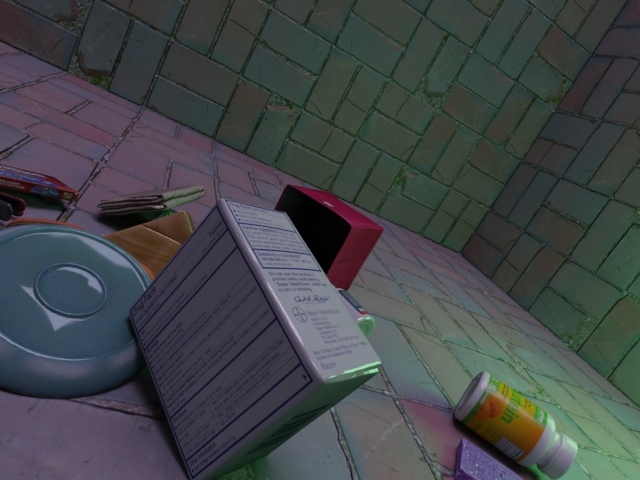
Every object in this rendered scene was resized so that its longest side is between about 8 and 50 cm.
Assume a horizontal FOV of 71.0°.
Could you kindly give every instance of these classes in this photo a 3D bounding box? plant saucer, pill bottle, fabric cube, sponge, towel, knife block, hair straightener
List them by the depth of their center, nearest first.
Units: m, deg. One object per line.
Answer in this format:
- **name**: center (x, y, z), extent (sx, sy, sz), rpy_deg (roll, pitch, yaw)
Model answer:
- **plant saucer**: center (-0.386, 0.084, 0.689), extent (0.318, 0.043, 0.317), rpy_deg (32, 30, -21)
- **hair straightener**: center (-0.705, -0.096, 0.860), extent (0.231, 0.047, 0.089), rpy_deg (26, 15, -10)
- **sponge**: center (0.370, 0.498, 0.901), extent (0.210, 0.031, 0.117), rpy_deg (32, 15, 12)
- **knife block**: center (-0.311, 0.069, 0.962), extent (0.276, 0.242, 0.088), rpy_deg (-19, 2, -9)
- **pill bottle**: center (0.456, 0.434, 1.053), extent (0.246, 0.136, 0.136), rpy_deg (34, 16, 16)
- **pill bottle**: center (0.047, 0.188, 1.172), extent (0.108, 0.108, 0.180), rpy_deg (13, 22, -45)
- **towel**: center (-0.438, -0.108, 1.196), extent (0.187, 0.049, 0.282), rpy_deg (-4, 12, 8)
- **fabric cube**: center (0.000, 0.000, 1.402), extent (0.254, 0.259, 0.258), rpy_deg (35, 16, 24)

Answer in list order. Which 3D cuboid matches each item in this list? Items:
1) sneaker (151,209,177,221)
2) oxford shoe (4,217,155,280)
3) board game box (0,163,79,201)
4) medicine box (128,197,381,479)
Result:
- **sneaker**: center (-0.378, -0.023, 1.121), extent (0.086, 0.085, 0.237), rpy_deg (-1, 23, -14)
- **oxford shoe**: center (-0.438, 0.045, 0.805), extent (0.271, 0.096, 0.098), rpy_deg (25, 22, -14)
- **board game box**: center (-0.698, -0.143, 0.973), extent (0.145, 0.027, 0.281), rpy_deg (24, 6, 33)
- **medicine box**: center (-0.110, 0.136, 0.647), extent (0.149, 0.263, 0.289), rpy_deg (9, 42, -54)
